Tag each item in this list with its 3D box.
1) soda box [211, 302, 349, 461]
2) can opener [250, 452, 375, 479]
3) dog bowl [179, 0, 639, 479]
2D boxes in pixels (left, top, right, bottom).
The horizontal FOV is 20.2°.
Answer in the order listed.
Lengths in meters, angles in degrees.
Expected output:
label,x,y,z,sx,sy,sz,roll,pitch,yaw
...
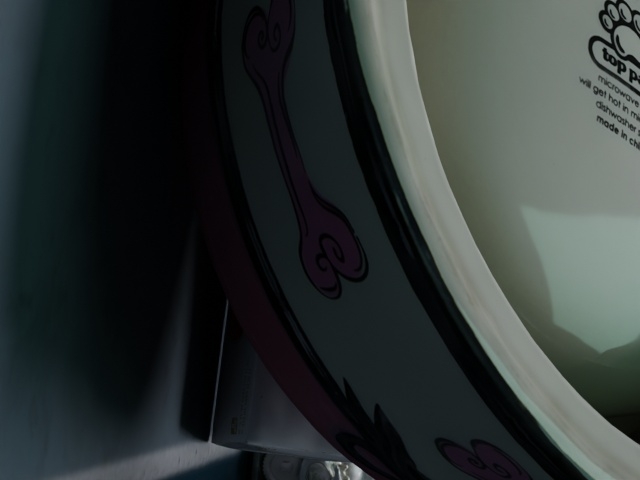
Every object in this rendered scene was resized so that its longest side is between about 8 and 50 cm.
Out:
label,x,y,z,sx,sy,sz,roll,pitch,yaw
soda box,0.000,0.000,0.893,0.069,0.074,0.216,159,-61,-71
can opener,-0.006,0.214,1.039,0.093,0.074,0.280,-14,110,-81
dog bowl,0.111,-0.051,0.810,0.408,0.150,0.408,16,65,-38
